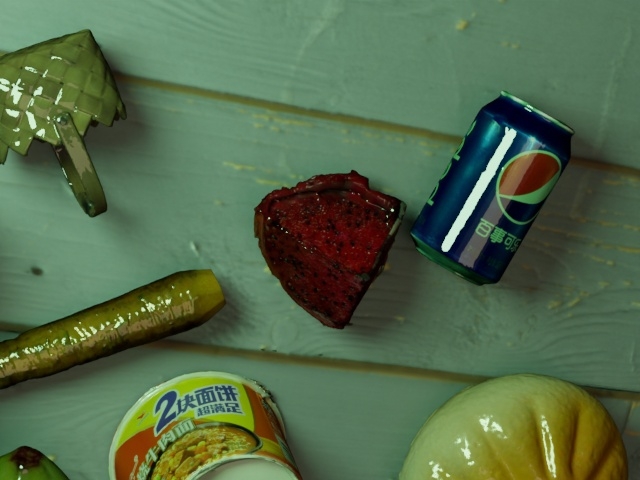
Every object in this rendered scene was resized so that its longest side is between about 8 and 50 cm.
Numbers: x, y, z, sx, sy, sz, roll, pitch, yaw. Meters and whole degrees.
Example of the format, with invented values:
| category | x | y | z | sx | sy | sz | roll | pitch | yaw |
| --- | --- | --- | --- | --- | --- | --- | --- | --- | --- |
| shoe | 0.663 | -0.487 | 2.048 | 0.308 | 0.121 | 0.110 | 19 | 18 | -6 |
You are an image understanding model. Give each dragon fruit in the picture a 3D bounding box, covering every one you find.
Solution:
| category | x | y | z | sx | sy | sz | roll | pitch | yaw |
| --- | --- | --- | --- | --- | --- | --- | --- | --- | --- |
| dragon fruit | 0.001 | -0.001 | 1.662 | 0.161 | 0.121 | 0.127 | 31 | 138 | -2 |

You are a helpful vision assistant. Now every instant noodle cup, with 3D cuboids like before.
| category | x | y | z | sx | sy | sz | roll | pitch | yaw |
| --- | --- | --- | --- | --- | --- | --- | --- | --- | --- |
| instant noodle cup | -0.111 | 0.269 | 1.649 | 0.213 | 0.174 | 0.213 | -6 | 110 | -18 |

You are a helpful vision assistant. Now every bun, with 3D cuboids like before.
| category | x | y | z | sx | sy | sz | roll | pitch | yaw |
| --- | --- | --- | --- | --- | --- | --- | --- | --- | --- |
| bun | 0.238 | 0.310 | 1.803 | 0.298 | 0.165 | 0.299 | -6 | 108 | -18 |

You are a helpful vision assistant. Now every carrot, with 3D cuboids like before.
| category | x | y | z | sx | sy | sz | roll | pitch | yaw |
| --- | --- | --- | --- | --- | --- | --- | --- | --- | --- |
| carrot | -0.253 | 0.106 | 1.600 | 0.314 | 0.066 | 0.066 | -21 | 114 | -13 |

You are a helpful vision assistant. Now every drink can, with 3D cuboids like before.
| category | x | y | z | sx | sy | sz | roll | pitch | yaw |
| --- | --- | --- | --- | --- | --- | --- | --- | --- | --- |
| drink can | 0.192 | -0.058 | 1.686 | 0.118 | 0.118 | 0.205 | 26 | 96 | -26 |

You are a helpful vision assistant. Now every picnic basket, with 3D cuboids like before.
| category | x | y | z | sx | sy | sz | roll | pitch | yaw |
| --- | --- | --- | --- | --- | --- | --- | --- | --- | --- |
| picnic basket | -0.256 | -0.105 | 1.491 | 0.137 | 0.128 | 0.179 | -22 | 104 | -11 |

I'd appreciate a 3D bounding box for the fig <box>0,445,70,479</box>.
| category | x | y | z | sx | sy | sz | roll | pitch | yaw |
| --- | --- | --- | --- | --- | --- | --- | --- | --- | --- |
| fig | -0.321 | 0.326 | 1.576 | 0.202 | 0.203 | 0.225 | 2 | 114 | -21 |
